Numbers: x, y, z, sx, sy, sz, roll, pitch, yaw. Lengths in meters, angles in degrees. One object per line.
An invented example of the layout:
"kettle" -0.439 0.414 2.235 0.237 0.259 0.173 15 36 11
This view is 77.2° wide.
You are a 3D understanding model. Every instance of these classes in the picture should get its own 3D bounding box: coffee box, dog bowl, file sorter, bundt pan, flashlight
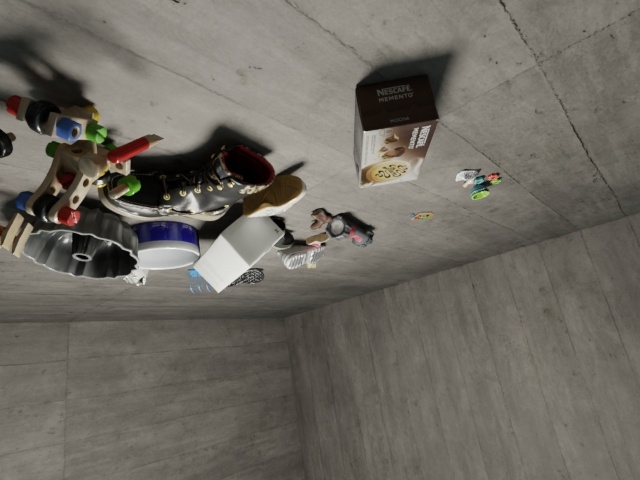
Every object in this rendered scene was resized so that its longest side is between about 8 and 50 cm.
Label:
"coffee box" 0.174 -0.255 1.005 0.168 0.118 0.297 -8 162 1
"dog bowl" -0.589 0.023 1.498 0.265 0.104 0.265 -8 163 -3
"file sorter" -0.578 0.203 2.057 0.171 0.104 0.118 -6 161 -8
"bundt pan" -0.731 0.000 1.256 0.332 0.124 0.330 -1 150 0
"flashlight" 0.130 -0.027 1.725 0.103 0.103 0.304 11 174 28

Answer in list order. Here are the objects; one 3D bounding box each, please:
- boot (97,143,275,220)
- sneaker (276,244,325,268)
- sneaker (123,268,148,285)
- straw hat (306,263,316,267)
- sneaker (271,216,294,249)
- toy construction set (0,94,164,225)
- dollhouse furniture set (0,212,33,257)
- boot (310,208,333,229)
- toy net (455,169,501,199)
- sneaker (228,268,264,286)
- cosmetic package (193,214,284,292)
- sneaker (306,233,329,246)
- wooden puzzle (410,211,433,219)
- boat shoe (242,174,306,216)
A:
"boot" -0.328 -0.150 1.039 0.284 0.138 0.378 -21 163 35
"sneaker" -0.082 0.050 1.886 0.281 0.115 0.105 -8 129 -52
"sneaker" -0.758 0.098 1.604 0.111 0.129 0.297 -8 161 1
"straw hat" -0.047 0.117 2.134 0.145 0.061 0.144 -8 162 -3
"sneaker" -0.156 -0.025 1.604 0.118 0.083 0.222 -22 157 32
"toy construction set" -0.457 -0.185 0.813 0.309 0.257 0.237 2 -150 15
"dollhouse furniture set" -0.875 -0.083 0.964 0.262 0.135 0.259 17 158 -13
"boot" -0.017 -0.083 1.571 0.107 0.037 0.114 -28 159 18
"toy net" 0.579 -0.212 1.467 0.122 0.045 0.232 -22 158 35
"sneaker" -0.427 0.198 2.206 0.235 0.084 0.097 -7 -174 -4
"cosmetic package" -0.311 0.041 1.488 0.197 0.155 0.366 -47 -174 -38
"sneaker" 0.000 0.000 1.827 0.119 0.042 0.067 -12 160 32
"wooden puzzle" 0.449 -0.106 1.777 0.117 0.014 0.078 -5 162 -12
"boat shoe" -0.132 -0.135 1.270 0.277 0.098 0.096 -13 165 42
